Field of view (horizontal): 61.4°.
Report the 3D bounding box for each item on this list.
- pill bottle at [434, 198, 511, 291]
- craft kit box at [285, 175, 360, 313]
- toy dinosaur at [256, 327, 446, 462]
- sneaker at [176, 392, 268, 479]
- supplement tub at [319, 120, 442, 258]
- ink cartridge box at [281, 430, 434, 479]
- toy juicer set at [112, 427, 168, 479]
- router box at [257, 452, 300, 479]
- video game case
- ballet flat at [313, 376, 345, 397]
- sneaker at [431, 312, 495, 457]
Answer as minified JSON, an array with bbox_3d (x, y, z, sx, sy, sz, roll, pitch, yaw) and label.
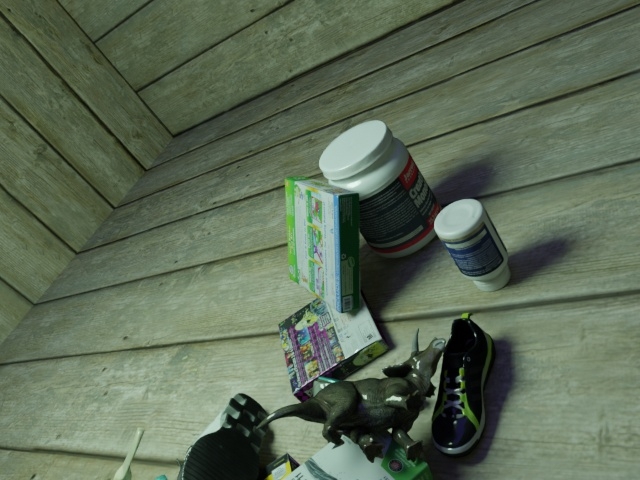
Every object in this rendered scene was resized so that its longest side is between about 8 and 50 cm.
[{"bbox_3d":[0.285,0.014,0.987,0.094,0.169,0.094,-27,31,18],"label":"pill bottle"},{"bbox_3d":[0.000,0.000,1.170,0.061,0.249,0.247,-11,19,-29],"label":"craft kit box"},{"bbox_3d":[0.066,0.252,0.807,0.314,0.120,0.160,-18,9,-7],"label":"toy dinosaur"},{"bbox_3d":[-0.188,0.403,0.953,0.146,0.122,0.330,-49,-3,7],"label":"sneaker"},{"bbox_3d":[0.138,-0.110,1.212,0.191,0.272,0.191,-27,32,18],"label":"supplement tub"},{"bbox_3d":[0.042,0.375,0.782,0.209,0.086,0.153,-32,27,-21],"label":"ink cartridge box"},{"bbox_3d":[-0.291,0.508,0.914,0.209,0.090,0.328,-45,53,40],"label":"toy juicer set"},{"bbox_3d":[-0.106,0.464,0.906,0.179,0.046,0.133,-35,29,5],"label":"router box"},{"bbox_3d":[0.018,0.201,1.141,0.210,0.041,0.232,-34,30,6],"label":"video game case"},{"bbox_3d":[0.071,0.286,0.962,0.213,0.072,0.068,-7,69,43],"label":"ballet flat"},{"bbox_3d":[0.212,0.219,0.854,0.084,0.097,0.234,-13,38,37],"label":"sneaker"}]
